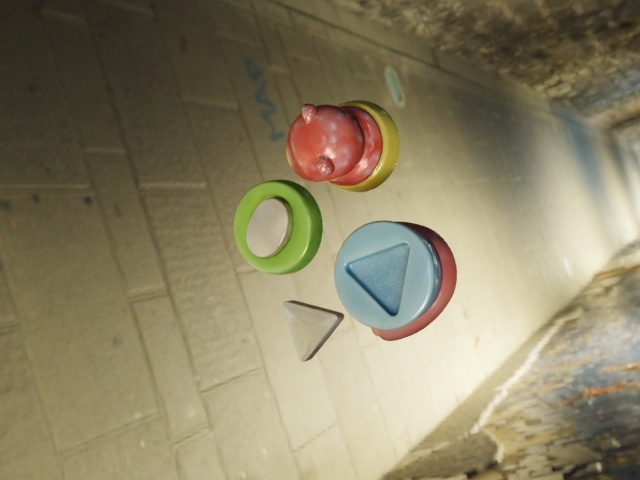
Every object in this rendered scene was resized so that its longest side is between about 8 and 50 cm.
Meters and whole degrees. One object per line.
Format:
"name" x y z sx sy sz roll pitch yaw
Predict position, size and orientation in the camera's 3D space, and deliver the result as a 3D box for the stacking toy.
"stacking toy" 0.000 0.000 1.123 0.130 0.279 0.309 -3 63 -61
